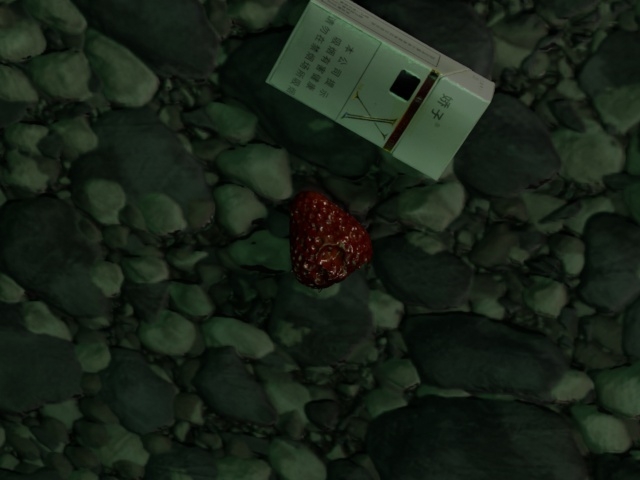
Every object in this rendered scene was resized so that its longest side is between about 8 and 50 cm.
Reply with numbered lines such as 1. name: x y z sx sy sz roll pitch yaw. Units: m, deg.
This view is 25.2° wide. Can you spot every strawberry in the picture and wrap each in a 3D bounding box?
1. strawberry: 0.000 0.000 1.161 0.073 0.073 0.083 -36 94 30

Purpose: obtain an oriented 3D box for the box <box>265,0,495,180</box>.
1. box: 0.045 -0.119 1.087 0.154 0.040 0.084 30 123 -3
